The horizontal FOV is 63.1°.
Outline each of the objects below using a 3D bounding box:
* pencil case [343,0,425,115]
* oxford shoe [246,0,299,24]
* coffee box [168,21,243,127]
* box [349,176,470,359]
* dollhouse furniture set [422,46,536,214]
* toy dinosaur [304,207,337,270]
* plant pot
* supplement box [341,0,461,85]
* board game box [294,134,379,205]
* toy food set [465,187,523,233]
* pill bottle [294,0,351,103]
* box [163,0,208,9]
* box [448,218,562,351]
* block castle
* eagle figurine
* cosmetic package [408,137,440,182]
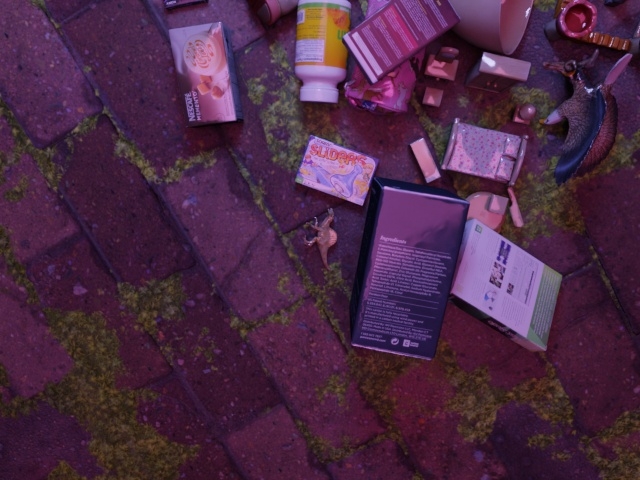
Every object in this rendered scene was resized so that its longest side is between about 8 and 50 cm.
[{"bbox_3d":[0.178,-0.513,1.309,0.160,0.167,0.386,23,105,40],"label":"pencil case"},{"bbox_3d":[-0.172,-0.723,1.321,0.130,0.123,0.348,-33,98,-18],"label":"oxford shoe"},{"bbox_3d":[-0.297,-0.429,1.376,0.141,0.098,0.247,-6,101,4],"label":"coffee box"},{"bbox_3d":[0.211,0.054,1.351,0.211,0.293,0.396,10,102,1],"label":"box"},{"bbox_3d":[0.383,-0.269,1.317,0.303,0.174,0.356,13,95,1],"label":"dollhouse furniture set"},{"bbox_3d":[0.000,0.000,1.472,0.092,0.053,0.183,5,102,0],"label":"toy dinosaur"},{"bbox_3d":[0.382,-0.601,1.243,0.190,0.284,0.284,17,104,29],"label":"plant pot"},{"bbox_3d":[0.182,-0.482,1.199,0.239,0.073,0.130,-34,100,8],"label":"supplement box"},{"bbox_3d":[0.045,-0.194,1.439,0.201,0.035,0.136,19,102,-1],"label":"board game box"},{"bbox_3d":[0.450,-0.070,1.448,0.192,0.038,0.133,-15,93,11],"label":"toy food set"},{"bbox_3d":[0.004,-0.479,1.332,0.136,0.136,0.246,4,102,2],"label":"pill bottle"},{"bbox_3d":[-0.366,-0.698,1.361,0.116,0.029,0.162,-10,102,5],"label":"box"},{"bbox_3d":[0.487,0.120,1.386,0.322,0.058,0.232,31,65,-12],"label":"box"},{"bbox_3d":[0.752,-0.670,1.217,0.302,0.213,0.454,15,102,0],"label":"block castle"},{"bbox_3d":[0.660,-0.304,1.315,0.226,0.225,0.298,-14,90,-5],"label":"eagle figurine"},{"bbox_3d":[0.280,-0.217,1.411,0.041,0.060,0.115,-25,98,8],"label":"cosmetic package"}]
